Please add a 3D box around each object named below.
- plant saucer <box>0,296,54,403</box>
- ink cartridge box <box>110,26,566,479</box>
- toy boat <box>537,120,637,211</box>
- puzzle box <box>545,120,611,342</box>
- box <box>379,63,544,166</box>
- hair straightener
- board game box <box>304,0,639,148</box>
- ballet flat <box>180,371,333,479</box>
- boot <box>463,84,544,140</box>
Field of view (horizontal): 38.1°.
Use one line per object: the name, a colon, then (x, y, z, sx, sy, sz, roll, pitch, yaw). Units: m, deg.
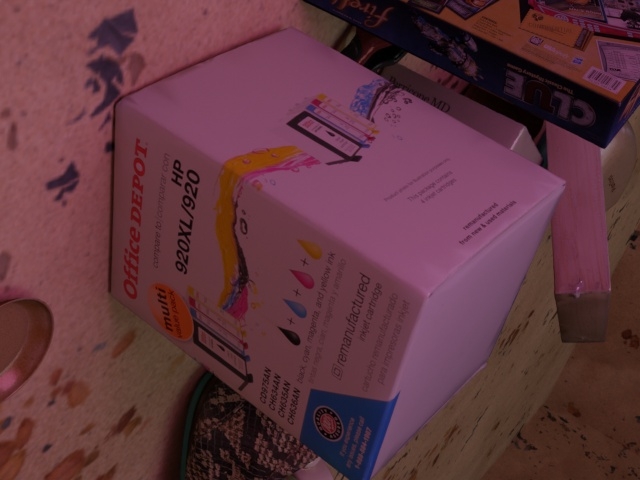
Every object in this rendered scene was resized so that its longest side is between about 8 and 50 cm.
plant saucer: (-0.200, 0.068, 0.567, 0.083, 0.015, 0.083, -46, 155, -29)
ink cartridge box: (0.000, 0.000, 0.614, 0.168, 0.232, 0.171, -34, 147, -42)
toy boat: (0.454, -0.178, 1.497, 0.318, 0.148, 0.267, -49, 152, -3)
puzzle box: (0.270, -0.110, 0.999, 0.272, 0.052, 0.409, 47, 42, -67)
box: (0.080, -0.023, 0.864, 0.232, 0.148, 0.127, -60, 158, 2)
hair straightener: (0.041, -0.134, 0.771, 0.230, 0.047, 0.089, -53, 157, -12)
board game box: (0.130, -0.178, 0.644, 0.165, 0.243, 0.042, -46, 155, -28)
ballet flat: (-0.079, 0.333, 0.942, 0.164, 0.182, 0.483, -30, 145, -51)
boot: (0.165, -0.058, 1.072, 0.203, 0.095, 0.262, 114, 0, -49)
